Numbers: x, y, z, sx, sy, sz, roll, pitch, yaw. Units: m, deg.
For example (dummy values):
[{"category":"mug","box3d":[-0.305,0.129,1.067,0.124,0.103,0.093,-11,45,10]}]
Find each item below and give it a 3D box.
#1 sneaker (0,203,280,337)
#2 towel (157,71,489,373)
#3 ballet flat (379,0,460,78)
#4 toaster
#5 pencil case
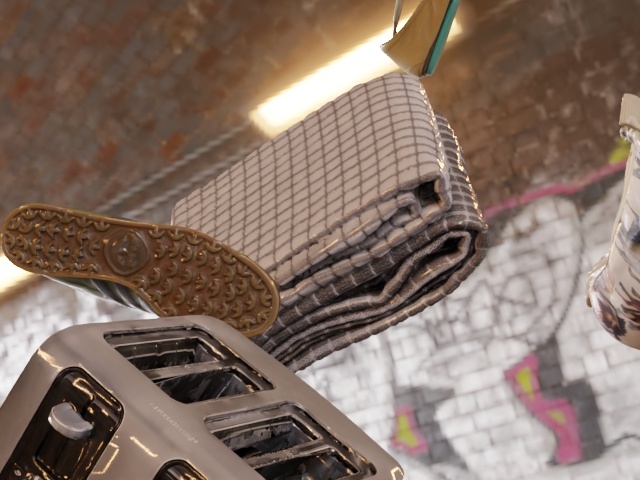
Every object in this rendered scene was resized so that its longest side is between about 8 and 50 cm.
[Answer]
[{"category":"sneaker","box3d":[-0.117,0.018,0.858,0.192,0.064,0.086,16,-2,3]},{"category":"towel","box3d":[0.000,0.000,1.073,0.284,0.121,0.235,-33,27,15]},{"category":"ballet flat","box3d":[0.128,-0.285,1.313,0.232,0.073,0.080,-65,-10,21]},{"category":"toaster","box3d":[-0.063,0.131,0.661,0.186,0.168,0.110,2,-58,-60]},{"category":"pencil case","box3d":[0.392,-0.025,1.350,0.183,0.160,0.410,18,-29,13]}]
